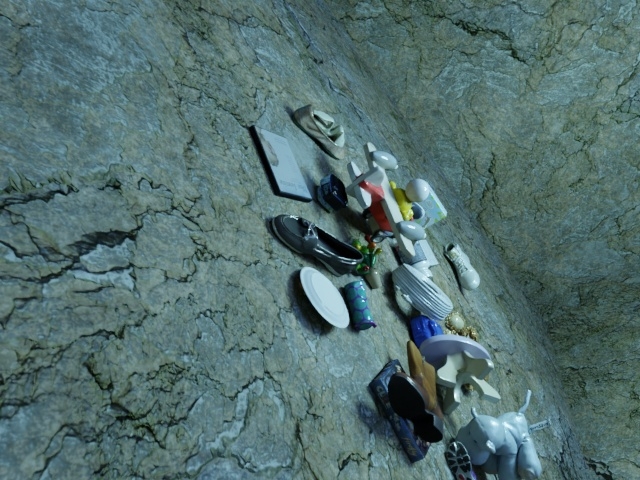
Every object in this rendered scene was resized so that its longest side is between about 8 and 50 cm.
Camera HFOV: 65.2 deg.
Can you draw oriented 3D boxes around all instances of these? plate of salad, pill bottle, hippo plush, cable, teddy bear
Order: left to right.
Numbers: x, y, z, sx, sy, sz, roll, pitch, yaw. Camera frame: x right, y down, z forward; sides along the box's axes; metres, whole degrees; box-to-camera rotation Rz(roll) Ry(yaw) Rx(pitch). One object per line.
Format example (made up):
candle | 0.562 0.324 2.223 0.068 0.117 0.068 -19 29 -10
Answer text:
plate of salad | 0.006 0.160 1.376 0.200 0.048 0.200 44 19 -20
pill bottle | 0.386 0.082 2.050 0.108 0.108 0.180 13 51 -56
cable | 0.376 0.187 1.866 0.257 0.089 0.257 36 12 -15
teddy bear | 0.532 0.424 1.903 0.338 0.113 0.245 41 47 -42
hippo plush | 0.573 0.657 1.603 0.236 0.294 0.234 16 35 -39

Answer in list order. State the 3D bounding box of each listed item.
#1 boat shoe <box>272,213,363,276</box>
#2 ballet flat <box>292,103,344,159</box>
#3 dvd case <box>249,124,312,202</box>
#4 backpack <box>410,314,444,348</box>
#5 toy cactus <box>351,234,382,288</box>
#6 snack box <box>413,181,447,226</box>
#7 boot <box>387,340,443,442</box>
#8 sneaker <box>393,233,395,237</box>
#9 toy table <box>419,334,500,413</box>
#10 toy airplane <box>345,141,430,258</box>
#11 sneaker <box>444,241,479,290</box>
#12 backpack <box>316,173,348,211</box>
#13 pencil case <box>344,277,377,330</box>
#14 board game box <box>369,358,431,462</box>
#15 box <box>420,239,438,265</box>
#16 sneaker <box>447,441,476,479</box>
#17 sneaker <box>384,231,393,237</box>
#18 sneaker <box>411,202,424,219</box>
boat shoe | 0.000 0.000 1.478 0.335 0.095 0.112 35 35 -40
ballet flat | 0.028 -0.424 1.966 0.316 0.106 0.108 30 38 -44
dvd case | -0.125 -0.243 1.603 0.180 0.022 0.253 7 56 -58
backpack | 0.383 0.327 1.796 0.098 0.101 0.120 41 25 -43
toy cactus | 0.167 0.075 1.705 0.181 0.112 0.219 65 17 -9
snack box | 0.433 -0.137 2.252 0.175 0.207 0.070 54 25 -8
boot | 0.278 0.391 1.450 0.264 0.096 0.280 47 27 -21
sneaker | 0.325 -0.065 2.171 0.071 0.066 0.188 42 21 4
toy table | 0.475 0.448 1.696 0.274 0.252 0.161 12 31 -10
toy airplane | 0.252 -0.160 1.791 0.384 0.272 0.386 -72 140 -73
sneaker | 0.720 0.125 2.602 0.169 0.108 0.293 44 20 -24
backpack | 0.037 -0.166 1.732 0.105 0.084 0.114 37 38 -43
pencil case | 0.120 0.195 1.515 0.070 0.064 0.152 7 52 -27
board game box | 0.243 0.484 1.446 0.243 0.042 0.165 61 26 5
box | 0.443 0.067 2.204 0.137 0.072 0.126 -2 63 -60
sneaker | 0.441 0.709 1.552 0.071 0.068 0.170 14 57 -75
sneaker | 0.247 -0.117 2.030 0.224 0.098 0.083 53 27 -12
sneaker | 0.328 -0.143 2.142 0.226 0.086 0.163 27 18 15
